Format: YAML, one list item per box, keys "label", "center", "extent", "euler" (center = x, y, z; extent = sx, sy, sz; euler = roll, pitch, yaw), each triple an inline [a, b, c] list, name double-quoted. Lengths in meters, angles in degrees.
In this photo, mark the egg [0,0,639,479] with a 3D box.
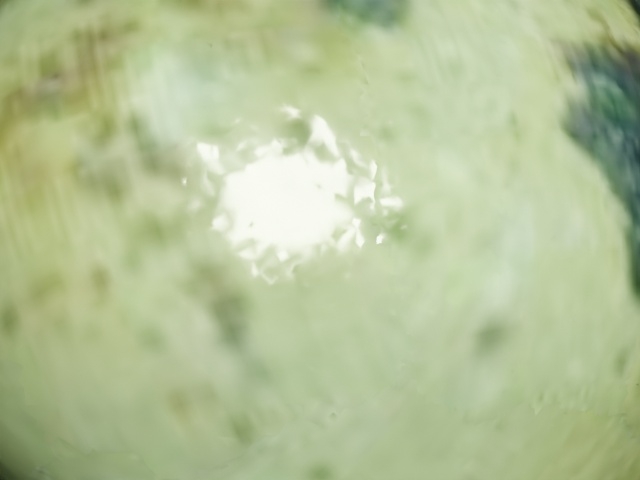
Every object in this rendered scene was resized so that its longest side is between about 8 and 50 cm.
- label: "egg"
  center: [0.000, 0.000, 0.738]
  extent: [0.428, 0.345, 0.345]
  euler: [18, 74, -52]
